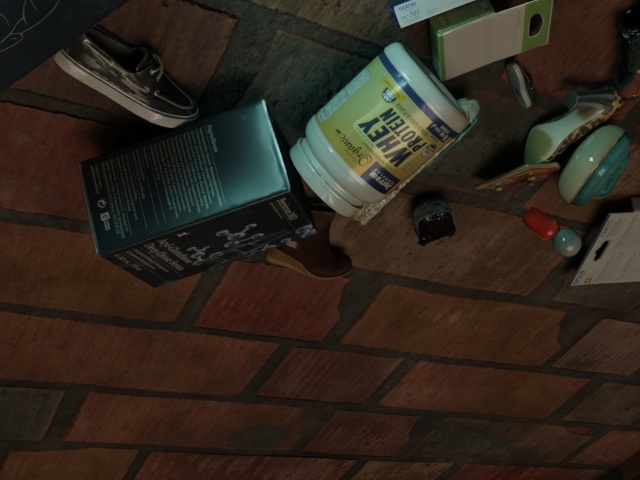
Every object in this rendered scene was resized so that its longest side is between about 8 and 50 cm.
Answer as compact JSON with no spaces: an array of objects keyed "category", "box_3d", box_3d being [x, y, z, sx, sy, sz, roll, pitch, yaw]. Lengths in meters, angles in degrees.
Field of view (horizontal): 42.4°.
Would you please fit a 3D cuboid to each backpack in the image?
[{"category":"backpack","box_3d":[0.280,-0.058,2.068,0.105,0.084,0.114,-18,146,3]}]

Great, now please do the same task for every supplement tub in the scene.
[{"category":"supplement tub","box_3d":[0.114,-0.220,1.684,0.316,0.228,0.228,-42,134,17]}]

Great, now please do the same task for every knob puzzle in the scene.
[{"category":"knob puzzle","box_3d":[0.504,-0.149,2.012,0.213,0.030,0.213,-12,171,-2]}]

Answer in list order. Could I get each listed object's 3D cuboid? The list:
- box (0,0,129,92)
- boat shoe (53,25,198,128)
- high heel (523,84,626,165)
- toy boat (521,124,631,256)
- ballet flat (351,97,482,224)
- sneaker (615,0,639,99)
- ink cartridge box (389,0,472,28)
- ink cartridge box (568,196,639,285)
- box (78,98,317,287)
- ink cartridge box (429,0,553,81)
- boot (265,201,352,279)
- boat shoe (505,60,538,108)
[{"category":"box","box_3d":[-0.542,-0.479,1.138,0.472,0.297,0.480,-28,139,17]},{"category":"boat shoe","box_3d":[-0.344,-0.316,1.555,0.301,0.108,0.102,28,126,-31]},{"category":"high heel","box_3d":[0.601,-0.258,1.945,0.186,0.093,0.261,-9,149,-28]},{"category":"toy boat","box_3d":[0.627,-0.113,1.968,0.318,0.148,0.267,-50,167,-11]},{"category":"ballet flat","box_3d":[0.177,-0.191,1.851,0.147,0.147,0.409,20,129,-36]},{"category":"sneaker","box_3d":[0.679,-0.420,1.758,0.135,0.097,0.276,-3,137,-15]},{"category":"ink cartridge box","box_3d":[0.238,-0.461,1.563,0.207,0.097,0.046,-20,106,5]},{"category":"ink cartridge box","box_3d":[0.901,0.001,2.353,0.330,0.071,0.324,-2,140,-11]},{"category":"box","box_3d":[-0.241,-0.084,1.706,0.396,0.211,0.293,-19,162,5]},{"category":"ink cartridge box","box_3d":[0.340,-0.420,1.652,0.235,0.056,0.171,-21,156,2]},{"category":"boot","box_3d":[0.000,0.000,2.042,0.249,0.090,0.207,10,137,-23]},{"category":"boat shoe","box_3d":[0.445,-0.349,1.812,0.040,0.049,0.142,-39,140,-1]}]
